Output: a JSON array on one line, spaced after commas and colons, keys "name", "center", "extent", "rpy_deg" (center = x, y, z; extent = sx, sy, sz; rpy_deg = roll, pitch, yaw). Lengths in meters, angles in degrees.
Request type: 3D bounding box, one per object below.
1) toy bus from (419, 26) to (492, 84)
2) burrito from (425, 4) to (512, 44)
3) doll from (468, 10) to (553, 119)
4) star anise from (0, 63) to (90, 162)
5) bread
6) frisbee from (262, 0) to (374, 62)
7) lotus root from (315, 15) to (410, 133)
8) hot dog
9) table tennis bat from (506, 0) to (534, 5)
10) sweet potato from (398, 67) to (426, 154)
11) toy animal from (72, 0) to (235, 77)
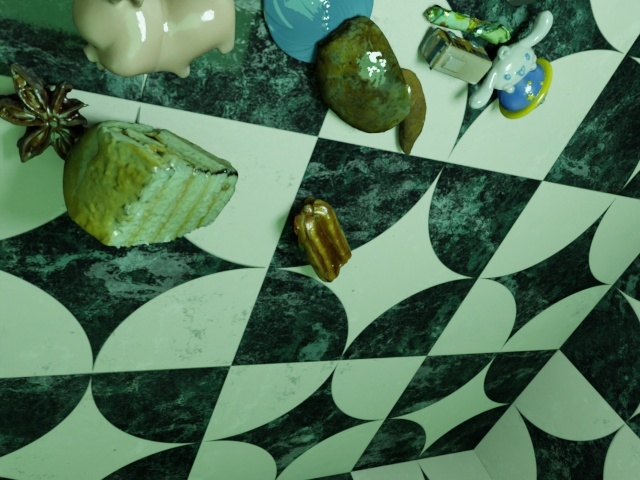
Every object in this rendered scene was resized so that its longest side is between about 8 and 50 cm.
[{"name": "toy bus", "center": [0.377, -0.509, 1.414], "extent": [0.181, 0.103, 0.091], "rpy_deg": [8, 141, -30]}, {"name": "burrito", "center": [0.423, -0.584, 1.385], "extent": [0.287, 0.104, 0.054], "rpy_deg": [3, 116, -29]}, {"name": "doll", "center": [0.593, -0.514, 1.508], "extent": [0.242, 0.160, 0.311], "rpy_deg": [19, 117, -20]}, {"name": "star anise", "center": [-0.624, -0.274, 1.147], "extent": [0.214, 0.099, 0.220], "rpy_deg": [21, 122, -22]}, {"name": "bread", "center": [-0.412, -0.154, 1.228], "extent": [0.239, 0.264, 0.395], "rpy_deg": [-56, 167, 19]}, {"name": "frisbee", "center": [0.005, -0.569, 1.231], "extent": [0.289, 0.049, 0.290], "rpy_deg": [-14, 132, -16]}, {"name": "lotus root", "center": [0.117, -0.405, 1.339], "extent": [0.210, 0.142, 0.314], "rpy_deg": [-39, 141, 7]}, {"name": "hot dog", "center": [0.000, 0.000, 1.664], "extent": [0.158, 0.117, 0.349], "rpy_deg": [-51, 145, -18]}, {"name": "table tennis bat", "center": [0.540, -0.710, 1.396], "extent": [0.246, 0.022, 0.138], "rpy_deg": [-18, 133, -13]}, {"name": "sweet potato", "center": [0.264, -0.373, 1.494], "extent": [0.097, 0.097, 0.292], "rpy_deg": [-25, 134, -5]}, {"name": "toy animal", "center": [-0.338, -0.459, 1.055], "extent": [0.326, 0.237, 0.269], "rpy_deg": [-34, 144, -2]}]
